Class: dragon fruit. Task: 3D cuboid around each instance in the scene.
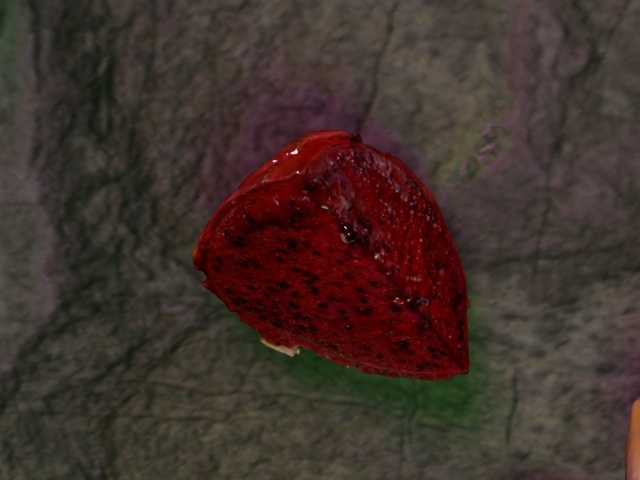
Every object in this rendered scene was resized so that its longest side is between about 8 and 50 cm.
[{"bbox_3d":[0.000,0.000,0.910,0.106,0.083,0.162,-14,139,34],"label":"dragon fruit"}]

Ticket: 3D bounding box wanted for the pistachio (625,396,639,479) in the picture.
[{"bbox_3d":[0.294,0.142,0.903,0.309,0.230,0.230,40,125,22],"label":"pistachio"}]
